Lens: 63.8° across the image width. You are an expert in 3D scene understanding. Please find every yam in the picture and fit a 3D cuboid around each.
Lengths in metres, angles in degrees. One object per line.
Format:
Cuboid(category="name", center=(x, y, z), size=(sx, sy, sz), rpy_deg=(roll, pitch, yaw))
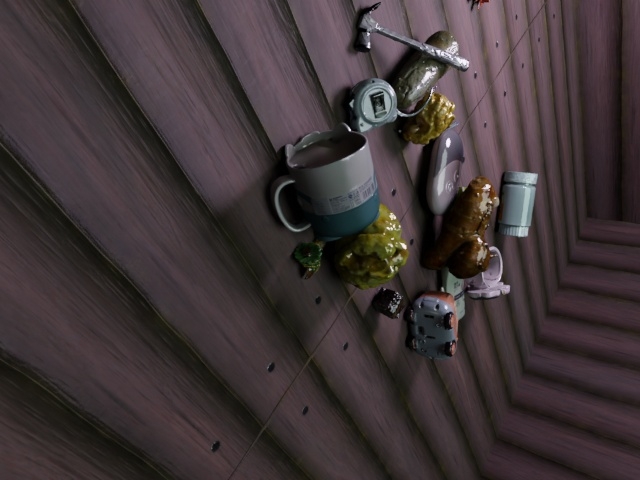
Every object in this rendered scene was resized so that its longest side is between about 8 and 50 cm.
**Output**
Cuboid(category="yam", center=(0.337, -0.554, 1.706), size=(0.330, 0.133, 0.133), rpy_deg=(-51, 134, -25))

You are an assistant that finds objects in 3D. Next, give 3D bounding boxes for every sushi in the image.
Cuboid(category="sushi", center=(0.241, 0.223, 1.812), size=(0.084, 0.094, 0.098), rpy_deg=(-56, 153, -21))

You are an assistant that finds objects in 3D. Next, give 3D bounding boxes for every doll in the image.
Cuboid(category="doll", center=(-0.019, 0.062, 1.462), size=(0.078, 0.077, 0.113), rpy_deg=(-63, 141, -32))

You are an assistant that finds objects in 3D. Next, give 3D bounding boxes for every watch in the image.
Cuboid(category="watch", center=(0.756, 0.146, 2.361), size=(0.244, 0.196, 0.231), rpy_deg=(-13, 102, -46))

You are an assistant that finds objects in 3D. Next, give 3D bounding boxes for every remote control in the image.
Cuboid(category="remote control", center=(0.477, -0.259, 1.974), size=(0.221, 0.104, 0.331), rpy_deg=(-1, 99, -58))

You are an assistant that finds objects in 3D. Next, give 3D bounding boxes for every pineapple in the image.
Cuboid(category="pineapple", center=(0.000, 0.000, 1.516), size=(0.045, 0.019, 0.083), rpy_deg=(44, 62, -43))

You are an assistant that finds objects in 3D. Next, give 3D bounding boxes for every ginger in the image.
Cuboid(category="ginger", center=(0.585, -0.032, 1.986), size=(0.418, 0.254, 0.176), rpy_deg=(-67, 171, 13))

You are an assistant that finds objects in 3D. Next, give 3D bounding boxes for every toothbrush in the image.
Cuboid(category="toothbrush", center=(0.489, -0.430, 2.014), size=(0.220, 0.016, 0.019), rpy_deg=(-35, 126, -41))

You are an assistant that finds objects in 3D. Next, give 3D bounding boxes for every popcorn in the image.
Cuboid(category="popcorn", center=(0.149, 0.029, 1.549), size=(0.250, 0.235, 0.241), rpy_deg=(79, 24, -43))
Cuboid(category="popcorn", center=(0.370, -0.411, 1.751), size=(0.194, 0.140, 0.163), rpy_deg=(-54, 172, 35))

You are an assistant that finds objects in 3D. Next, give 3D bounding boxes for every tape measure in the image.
Cuboid(category="tape measure", center=(0.229, -0.434, 1.549), size=(0.331, 0.084, 0.164), rpy_deg=(-27, 122, -13))

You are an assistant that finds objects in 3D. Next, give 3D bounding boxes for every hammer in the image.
Cuboid(category="hammer", center=(0.297, -0.598, 1.600), size=(0.427, 0.044, 0.152), rpy_deg=(12, 87, -28))

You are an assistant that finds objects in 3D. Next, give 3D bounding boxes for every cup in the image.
Cuboid(category="cup", center=(0.011, -0.136, 1.365), size=(0.290, 0.219, 0.257), rpy_deg=(-25, 123, -11))

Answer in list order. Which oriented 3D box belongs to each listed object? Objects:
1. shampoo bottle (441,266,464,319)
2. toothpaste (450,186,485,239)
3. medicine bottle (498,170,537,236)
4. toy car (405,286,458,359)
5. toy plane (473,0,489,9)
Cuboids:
Cuboid(category="shampoo bottle", center=(0.565, 0.176, 2.211), size=(0.134, 0.078, 0.359), rpy_deg=(-32, 123, -42))
Cuboid(category="toothpaste", center=(0.610, -0.061, 2.131), size=(0.110, 0.077, 0.327), rpy_deg=(-11, 88, -49))
Cuboid(category="medicine bottle", center=(0.982, -0.182, 2.574), size=(0.158, 0.158, 0.317), rpy_deg=(-4, 102, -51))
Cuboid(category="toy car", center=(0.464, 0.327, 2.057), size=(0.212, 0.181, 0.270), rpy_deg=(-38, 126, -52))
Cuboid(category="toy plane", center=(0.619, -1.006, 2.001), size=(0.130, 0.061, 0.189), rpy_deg=(-46, 127, -33))
